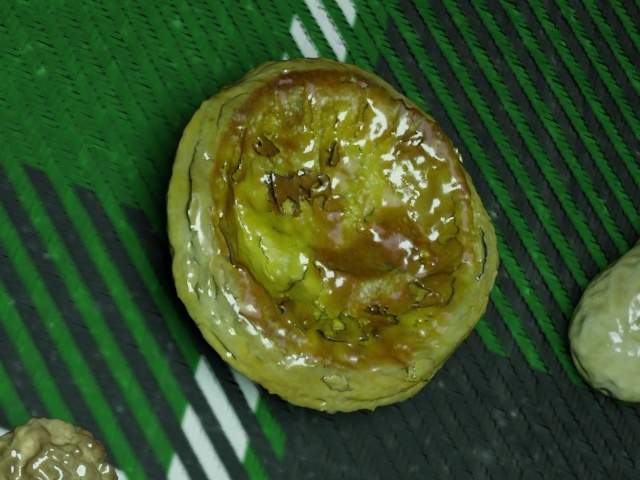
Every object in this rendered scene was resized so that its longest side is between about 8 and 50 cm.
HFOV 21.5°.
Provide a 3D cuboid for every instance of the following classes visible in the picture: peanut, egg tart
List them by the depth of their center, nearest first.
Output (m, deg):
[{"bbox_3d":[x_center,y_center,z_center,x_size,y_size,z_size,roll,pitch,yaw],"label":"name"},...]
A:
[{"bbox_3d":[0.000,0.000,1.318,0.290,0.115,0.290,9,67,-23],"label":"egg tart"},{"bbox_3d":[0.310,0.035,1.443,0.123,0.123,0.256,47,59,0],"label":"peanut"}]

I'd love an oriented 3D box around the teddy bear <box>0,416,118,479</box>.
[{"bbox_3d":[-0.224,0.274,1.029,0.296,0.246,0.222,-25,53,-22],"label":"teddy bear"}]
